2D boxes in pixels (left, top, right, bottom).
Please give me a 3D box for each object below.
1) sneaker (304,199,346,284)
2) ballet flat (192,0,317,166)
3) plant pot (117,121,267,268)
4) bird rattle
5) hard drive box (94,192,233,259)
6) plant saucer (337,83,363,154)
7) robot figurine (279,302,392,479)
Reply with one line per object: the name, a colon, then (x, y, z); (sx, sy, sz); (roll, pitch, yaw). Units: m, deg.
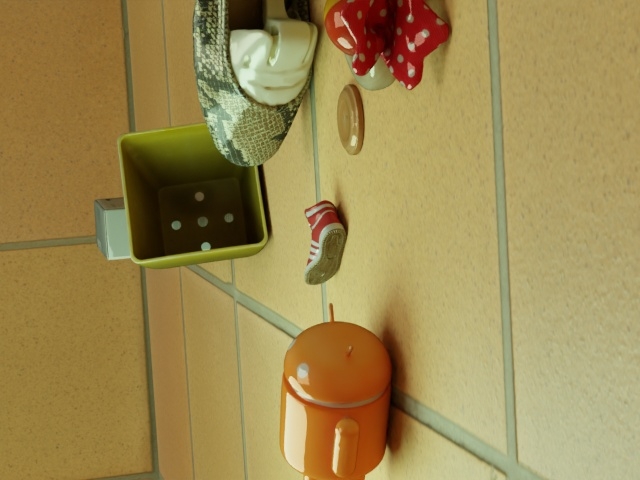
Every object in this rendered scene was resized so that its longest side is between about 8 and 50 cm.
sneaker: (0.000, 0.000, 1.820); (0.118, 0.042, 0.067); (113, 147, -47)
ballet flat: (-0.074, -0.330, 1.829); (0.182, 0.164, 0.483); (10, 103, 55)
plant pot: (-0.198, -0.056, 2.310); (0.187, 0.212, 0.212); (88, 173, -75)
bird rattle: (0.053, -0.242, 1.459); (0.207, 0.143, 0.253); (86, 159, -61)
hard drive box: (-0.271, -0.030, 2.519); (0.181, 0.232, 0.089); (-151, 58, -74)
plant saucer: (0.034, -0.142, 1.697); (0.083, 0.013, 0.084); (175, 90, -76)
robot figurine: (0.016, 0.183, 1.639); (0.158, 0.128, 0.219); (-42, -36, -49)
